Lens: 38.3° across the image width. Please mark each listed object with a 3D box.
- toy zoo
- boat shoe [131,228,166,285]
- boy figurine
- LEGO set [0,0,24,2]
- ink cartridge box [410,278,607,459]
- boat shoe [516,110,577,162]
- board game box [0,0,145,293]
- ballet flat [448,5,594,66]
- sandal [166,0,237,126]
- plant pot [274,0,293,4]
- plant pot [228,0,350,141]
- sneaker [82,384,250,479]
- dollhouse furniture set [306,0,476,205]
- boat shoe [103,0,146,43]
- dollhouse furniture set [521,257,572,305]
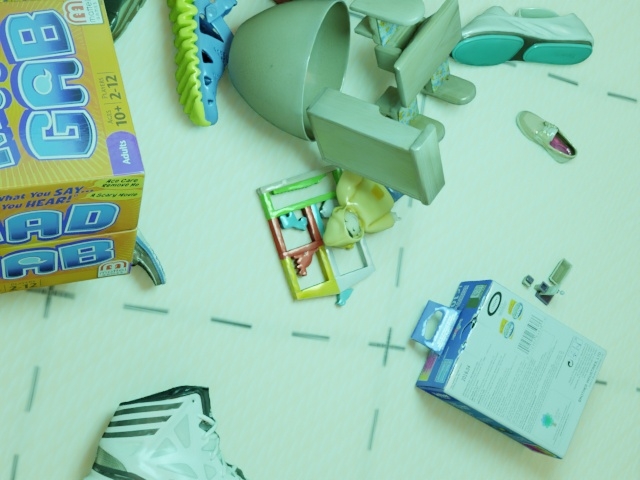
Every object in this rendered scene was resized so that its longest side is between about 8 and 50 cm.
[{"bbox_3d":[0.000,0.000,1.955,0.192,0.030,0.293,-19,92,-21],"label":"toy zoo"},{"bbox_3d":[-0.370,0.019,1.807,0.066,0.066,0.183,-33,87,-14],"label":"boat shoe"},{"bbox_3d":[0.101,-0.094,1.938,0.285,0.092,0.177,-43,111,-32],"label":"boy figurine"},{"bbox_3d":[-0.585,-0.493,1.697,0.255,0.192,0.331,26,77,-16],"label":"LEGO set"},{"bbox_3d":[0.393,0.263,2.012,0.395,0.151,0.270,31,76,-16],"label":"ink cartridge box"},{"bbox_3d":[0.534,-0.248,2.152,0.170,0.059,0.063,36,75,-14],"label":"boat shoe"},{"bbox_3d":[-0.517,-0.147,1.550,0.357,0.356,0.356,-9,65,-20],"label":"board game box"},{"bbox_3d":[0.445,-0.475,2.116,0.400,0.139,0.139,-4,87,-24],"label":"ballet flat"},{"bbox_3d":[-0.225,-0.388,1.861,0.138,0.126,0.317,-3,88,-24],"label":"sandal"},{"bbox_3d":[-0.010,-0.599,1.881,0.275,0.243,0.275,3,81,-19],"label":"plant pot"},{"bbox_3d":[-0.074,-0.357,1.857,0.191,0.284,0.284,14,79,14],"label":"plant pot"},{"bbox_3d":[-0.203,0.425,1.774,0.448,0.169,0.257,22,81,-15],"label":"sneaker"},{"bbox_3d":[0.198,-0.304,1.821,0.256,0.362,0.394,26,66,28],"label":"dollhouse furniture set"},{"bbox_3d":[-0.387,-0.513,1.812,0.123,0.120,0.324,33,82,5],"label":"boat shoe"},{"bbox_3d":[0.539,0.078,2.116,0.091,0.081,0.114,41,74,-13],"label":"dollhouse furniture set"}]
